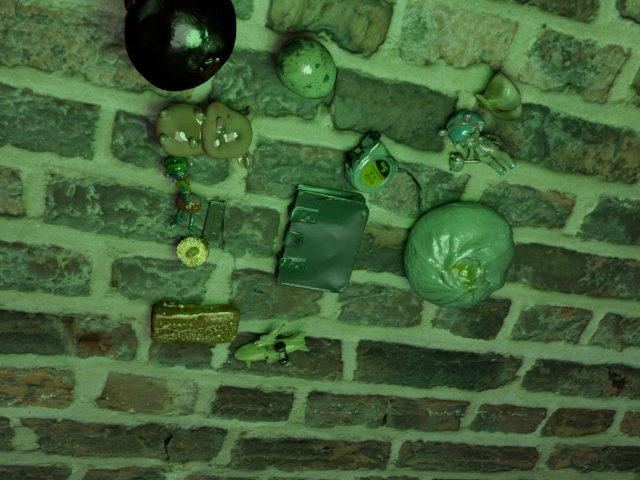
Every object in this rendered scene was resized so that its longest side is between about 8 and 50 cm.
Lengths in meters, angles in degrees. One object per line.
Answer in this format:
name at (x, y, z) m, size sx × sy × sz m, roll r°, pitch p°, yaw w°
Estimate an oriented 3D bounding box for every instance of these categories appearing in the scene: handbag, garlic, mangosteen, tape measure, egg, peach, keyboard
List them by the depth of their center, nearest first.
mangosteen at (-0.340, -0.502, 1.534) m, size 0.275 × 0.275 × 0.302 m, roll -42°, pitch 85°, yaw 14°
egg at (-0.032, -0.431, 1.690) m, size 0.141 × 0.141 × 0.181 m, roll -41°, pitch 138°, yaw 13°
garlic at (0.505, -0.394, 1.851) m, size 0.099 × 0.124 × 0.174 m, roll -53°, pitch 146°, yaw 3°
keyboard at (-0.308, -0.055, 1.935) m, size 0.049 × 0.015 × 0.129 m, roll 11°, pitch 119°, yaw -13°
peach at (-0.370, 0.027, 1.944) m, size 0.098 × 0.061 × 0.098 m, roll -2°, pitch 99°, yaw -15°
tape measure at (0.186, -0.169, 1.951) m, size 0.164 × 0.084 × 0.330 m, roll -34°, pitch 135°, yaw 9°
handbag at (0.001, 0.001, 1.996) m, size 0.238 × 0.089 × 0.327 m, roll 7°, pitch 119°, yaw -15°

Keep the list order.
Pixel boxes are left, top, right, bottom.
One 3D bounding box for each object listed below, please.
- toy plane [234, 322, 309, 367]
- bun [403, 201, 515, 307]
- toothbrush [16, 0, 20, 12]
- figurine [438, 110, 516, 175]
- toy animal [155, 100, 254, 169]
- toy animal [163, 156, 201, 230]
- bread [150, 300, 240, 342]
toy plane at (-0.158, 0.355, 2.179) m, size 0.244 × 0.092 × 0.229 m, roll -15°, pitch 137°, yaw -7°
bun at (0.428, 0.058, 2.053) m, size 0.361 × 0.211 × 0.362 m, roll -4°, pitch 123°, yaw -7°
toothbrush at (-0.685, -0.569, 1.534) m, size 0.006 × 0.008 × 0.097 m, roll 8°, pitch 119°, yaw -33°
figurine at (0.447, -0.271, 1.934) m, size 0.260 × 0.103 × 0.205 m, roll 30°, pitch 147°, yaw -29°
toy animal at (-0.295, -0.276, 1.717) m, size 0.250 × 0.154 × 0.167 m, roll 5°, pitch 98°, yaw -10°
toy animal at (-0.374, -0.123, 1.824) m, size 0.100 × 0.103 × 0.208 m, roll -2°, pitch 122°, yaw -12°
bread at (-0.386, 0.249, 2.068) m, size 0.270 × 0.077 × 0.139 m, roll 1°, pitch 117°, yaw -15°
